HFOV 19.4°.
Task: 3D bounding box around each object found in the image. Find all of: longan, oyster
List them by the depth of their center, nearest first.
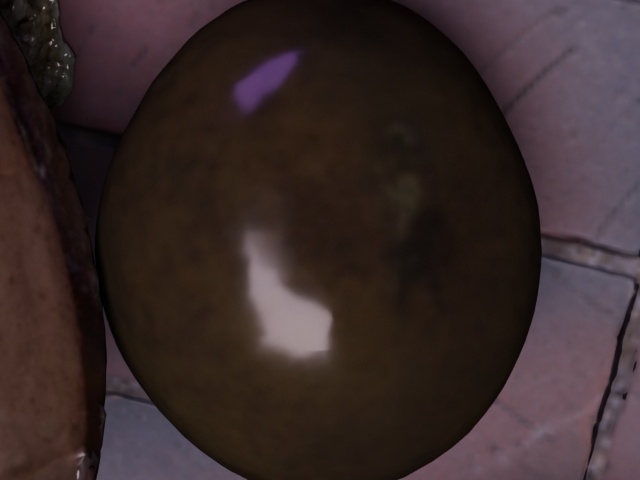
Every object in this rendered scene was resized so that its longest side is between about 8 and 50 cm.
[{"bbox_3d":[0.000,0.000,0.701,0.167,0.167,0.187,8,110,6],"label":"longan"},{"bbox_3d":[-0.140,-0.090,0.753,0.100,0.037,0.098,44,112,-9],"label":"oyster"}]

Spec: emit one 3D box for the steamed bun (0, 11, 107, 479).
[{"bbox_3d":[-0.229,0.013,0.666,0.199,0.251,0.301,-20,83,48],"label":"steamed bun"}]
